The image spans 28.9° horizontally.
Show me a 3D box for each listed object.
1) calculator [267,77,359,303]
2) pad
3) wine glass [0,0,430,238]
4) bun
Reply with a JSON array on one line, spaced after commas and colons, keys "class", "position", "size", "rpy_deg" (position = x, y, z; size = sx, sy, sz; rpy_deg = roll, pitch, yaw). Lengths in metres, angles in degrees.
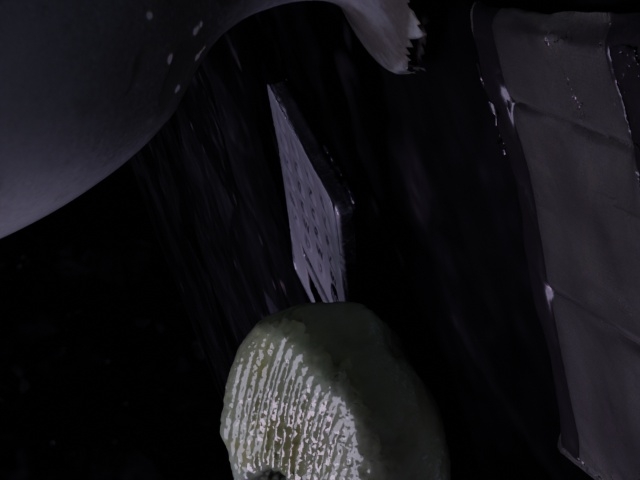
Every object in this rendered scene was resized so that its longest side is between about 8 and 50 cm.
[{"class": "calculator", "position": [0.000, 0.000, 1.075], "size": [0.261, 0.021, 0.161], "rpy_deg": [84, 163, -50]}, {"class": "pad", "position": [0.119, 0.017, 0.511], "size": [0.174, 0.022, 0.233], "rpy_deg": [-141, 34, -72]}, {"class": "wine glass", "position": [-0.125, -0.109, 0.609], "size": [0.190, 0.357, 0.190], "rpy_deg": [160, 90, -82]}, {"class": "bun", "position": [0.020, 0.147, 0.951], "size": [0.212, 0.127, 0.204], "rpy_deg": [58, 138, 30]}]
